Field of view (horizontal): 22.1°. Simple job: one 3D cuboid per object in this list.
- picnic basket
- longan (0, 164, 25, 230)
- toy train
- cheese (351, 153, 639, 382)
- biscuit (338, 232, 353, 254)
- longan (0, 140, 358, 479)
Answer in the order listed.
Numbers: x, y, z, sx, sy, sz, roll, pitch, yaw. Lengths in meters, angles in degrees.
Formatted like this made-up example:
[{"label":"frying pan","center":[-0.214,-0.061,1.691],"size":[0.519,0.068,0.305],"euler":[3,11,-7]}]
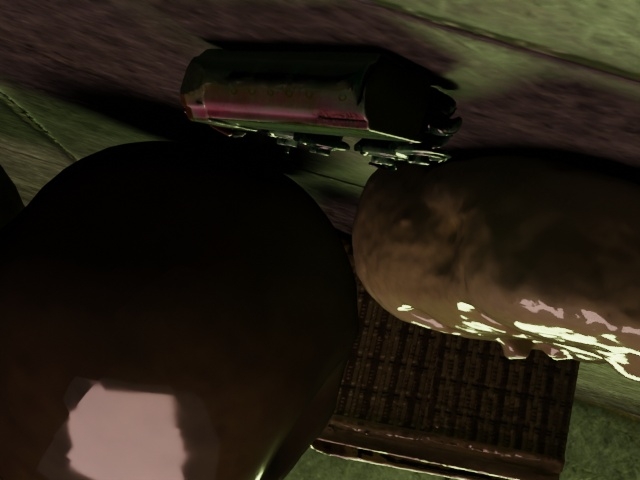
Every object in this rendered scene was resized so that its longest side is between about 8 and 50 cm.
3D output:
[{"label":"picnic basket","center":[0.111,0.129,1.493],"size":[0.228,0.175,0.313],"euler":[11,175,2]},{"label":"longan","center":[-0.410,0.050,1.320],"size":[0.391,0.391,0.391],"euler":[17,175,2]},{"label":"toy train","center":[0.002,-0.060,0.738],"size":[0.071,0.038,0.148],"euler":[21,173,-39]},{"label":"cheese","center":[0.124,0.018,0.868],"size":[0.159,0.093,0.263],"euler":[18,174,-20]},{"label":"biscuit","center":[0.000,0.000,1.465],"size":[0.081,0.018,0.083],"euler":[13,173,38]},{"label":"longan","center":[-0.116,0.066,1.134],"size":[0.288,0.288,0.350],"euler":[18,151,-10]}]
